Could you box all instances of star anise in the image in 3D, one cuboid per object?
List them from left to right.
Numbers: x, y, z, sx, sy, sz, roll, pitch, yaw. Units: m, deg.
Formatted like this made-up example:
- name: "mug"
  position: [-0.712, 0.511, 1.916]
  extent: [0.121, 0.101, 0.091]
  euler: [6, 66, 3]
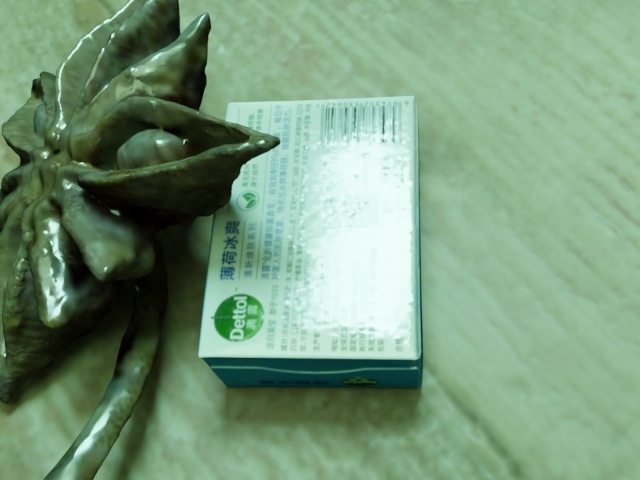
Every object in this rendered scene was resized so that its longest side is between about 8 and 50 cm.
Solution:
- name: "star anise"
  position: [-0.151, -0.027, 0.544]
  extent: [0.292, 0.109, 0.349]
  euler: [-54, 44, 23]

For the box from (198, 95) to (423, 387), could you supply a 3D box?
- name: "box"
  position: [0.000, 0.000, 0.540]
  extent: [0.139, 0.073, 0.194]
  euler: [-1, 65, 8]
